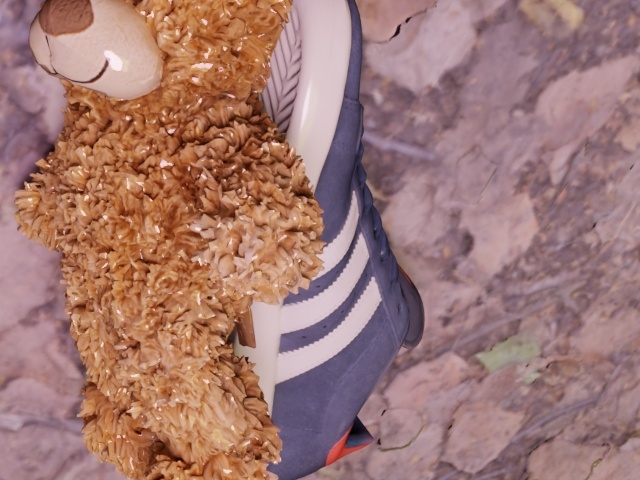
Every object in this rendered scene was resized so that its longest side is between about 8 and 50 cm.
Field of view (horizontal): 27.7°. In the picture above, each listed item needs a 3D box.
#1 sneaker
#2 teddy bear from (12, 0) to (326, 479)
[{"bbox_3d":[0.000,0.000,0.778,0.148,0.131,0.350,-7,128,-27],"label":"sneaker"},{"bbox_3d":[-0.089,-0.006,0.661,0.113,0.245,0.338,-8,128,-26],"label":"teddy bear"}]
